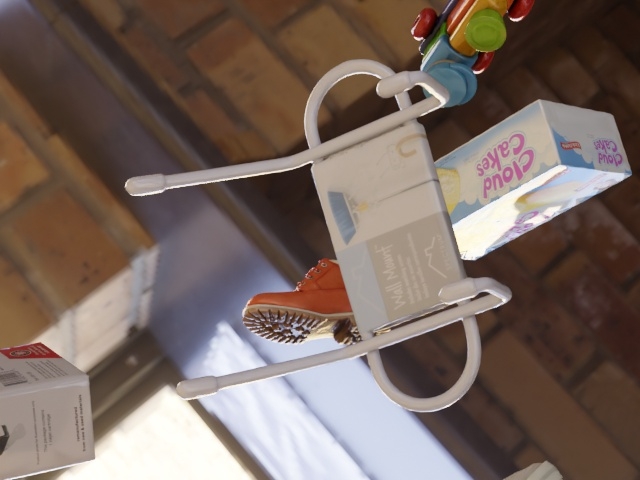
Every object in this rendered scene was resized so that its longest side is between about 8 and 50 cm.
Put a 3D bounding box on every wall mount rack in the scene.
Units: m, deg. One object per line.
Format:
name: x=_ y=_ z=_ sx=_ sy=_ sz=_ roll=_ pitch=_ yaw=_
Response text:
wall mount rack: x=0.000 y=0.000 z=1.257 sx=0.130 sy=0.304 sz=0.350 roll=19 pitch=-128 yaw=-63

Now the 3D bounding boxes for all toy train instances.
toy train: x=0.199 y=-0.275 z=1.588 sx=0.105 sy=0.143 sz=0.248 roll=29 pitch=126 yaw=-11

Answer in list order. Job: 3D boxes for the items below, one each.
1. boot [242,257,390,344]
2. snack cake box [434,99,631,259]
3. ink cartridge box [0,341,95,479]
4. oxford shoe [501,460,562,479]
boot: x=-0.011 y=0.057 z=1.367 sx=0.059 sy=0.158 sz=0.084 roll=-45 pitch=49 yaw=48
snack cake box: x=0.226 y=-0.068 z=1.678 sx=0.264 sy=0.152 sz=0.089 roll=-32 pitch=64 yaw=40
ink cartridge box: x=-0.435 y=0.217 z=1.653 sx=0.197 sy=0.273 sz=0.114 roll=17 pitch=112 yaw=60
oxford shoe: x=0.107 y=0.355 z=1.585 sx=0.130 sy=0.169 sz=0.449 roll=54 pitch=136 yaw=8
